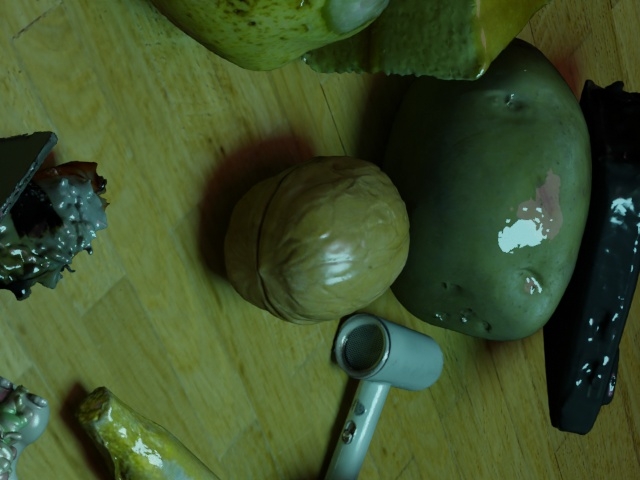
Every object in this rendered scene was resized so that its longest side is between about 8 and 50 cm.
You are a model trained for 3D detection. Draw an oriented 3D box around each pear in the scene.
[{"bbox_3d":[-0.045,-0.278,1.183,0.271,0.271,0.271,-16,111,-48],"label":"pear"}]

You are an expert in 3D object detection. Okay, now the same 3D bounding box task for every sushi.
[{"bbox_3d":[-0.251,-0.002,1.093,0.226,0.103,0.097,-17,111,-39],"label":"sushi"}]

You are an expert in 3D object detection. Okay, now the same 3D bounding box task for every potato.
[{"bbox_3d":[0.176,-0.061,1.481,0.221,0.243,0.326,13,84,-9],"label":"potato"}]

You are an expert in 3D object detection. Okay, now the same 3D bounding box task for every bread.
[{"bbox_3d":[0.072,-0.367,1.299,0.245,0.233,0.362,-44,126,-33],"label":"bread"}]

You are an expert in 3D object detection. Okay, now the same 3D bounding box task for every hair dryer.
[{"bbox_3d":[0.054,0.207,1.545,0.131,0.073,0.236,23,84,-52],"label":"hair dryer"}]

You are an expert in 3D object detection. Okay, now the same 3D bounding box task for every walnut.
[{"bbox_3d":[0.000,0.000,1.347,0.197,0.165,0.165,-22,116,-58],"label":"walnut"}]

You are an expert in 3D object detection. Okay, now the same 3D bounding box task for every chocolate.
[{"bbox_3d":[-0.155,0.212,1.290,0.086,0.085,0.219,-56,132,-26],"label":"chocolate"}]

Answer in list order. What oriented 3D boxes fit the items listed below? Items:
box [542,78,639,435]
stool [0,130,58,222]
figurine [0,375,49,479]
[{"bbox_3d":[0.326,0.011,1.647,0.359,0.091,0.350,-71,169,-64],"label":"box"},{"bbox_3d":[-0.356,-0.043,0.876,0.243,0.170,0.270,48,61,-36],"label":"stool"},{"bbox_3d":[-0.284,0.179,1.113,0.146,0.081,0.098,-63,175,-18],"label":"figurine"}]
